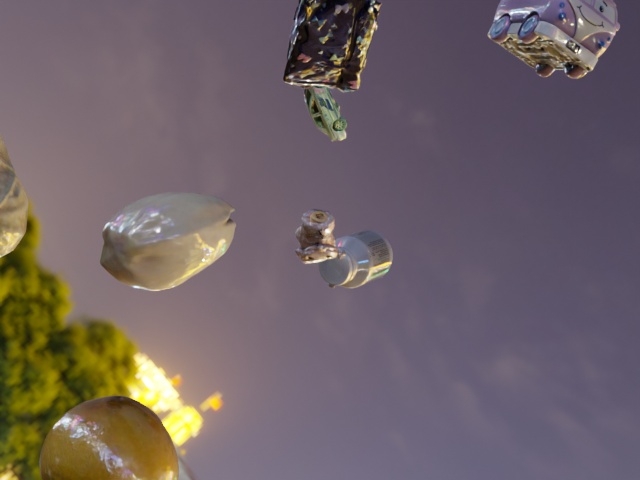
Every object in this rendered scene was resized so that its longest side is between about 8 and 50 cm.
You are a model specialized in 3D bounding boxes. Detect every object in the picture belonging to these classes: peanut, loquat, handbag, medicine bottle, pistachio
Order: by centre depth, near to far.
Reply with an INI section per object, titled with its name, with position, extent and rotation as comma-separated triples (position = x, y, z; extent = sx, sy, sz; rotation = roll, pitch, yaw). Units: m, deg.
[peanut]
position = -0.630, -0.109, 1.908
extent = 0.174, 0.158, 0.340
rotation = 45, 12, -49
[loquat]
position = -0.389, 0.420, 1.935
extent = 0.263, 0.263, 0.263
rotation = 39, -27, 25
[handbag]
position = 0.024, -0.385, 1.974
extent = 0.162, 0.113, 0.260
rotation = 7, -38, -6
[pistachio]
position = -0.332, -0.005, 2.338
extent = 0.208, 0.331, 0.226
rotation = 67, -21, 3
[medicine bottle]
position = 0.086, 0.052, 2.699
extent = 0.135, 0.215, 0.135
rotation = 6, -78, 29

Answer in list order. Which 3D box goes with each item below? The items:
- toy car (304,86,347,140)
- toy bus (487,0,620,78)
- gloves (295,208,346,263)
[toy car]
position = 0.000, -0.340, 2.541
extent = 0.090, 0.076, 0.224
rotation = -109, 173, -51
[toy bus]
position = 0.391, -0.365, 1.758
extent = 0.142, 0.142, 0.202
rotation = 31, -1, -22
[gloves]
position = -0.008, -0.003, 2.442
extent = 0.110, 0.094, 0.144
rotation = -9, -50, 14
